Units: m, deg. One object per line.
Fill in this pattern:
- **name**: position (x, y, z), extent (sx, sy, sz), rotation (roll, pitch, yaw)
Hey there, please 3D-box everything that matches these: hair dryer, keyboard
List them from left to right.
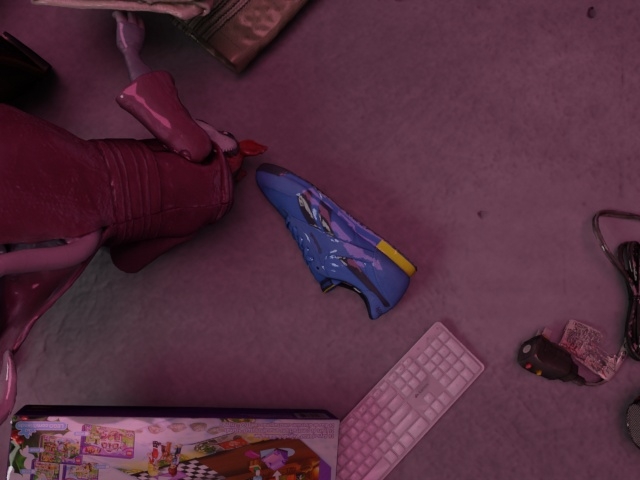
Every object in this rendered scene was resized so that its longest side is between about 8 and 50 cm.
- **keyboard**: position (0.062, 0.200, 0.643), extent (0.072, 0.014, 0.256), rotation (44, 84, 8)
- **hair dryer**: position (0.374, 0.113, 0.619), extent (0.293, 0.080, 0.223), rotation (35, 82, 7)

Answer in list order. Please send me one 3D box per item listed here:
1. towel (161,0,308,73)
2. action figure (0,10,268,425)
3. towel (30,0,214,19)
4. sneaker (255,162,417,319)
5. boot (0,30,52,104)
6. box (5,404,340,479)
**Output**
- **towel**: position (-0.108, -0.400, 0.746), extent (0.312, 0.056, 0.324), rotation (42, 81, 5)
- **action figure**: position (-0.189, -0.051, 0.552), extent (0.370, 0.248, 0.276), rotation (-17, 39, -36)
- **towel**: position (-0.190, -0.334, 0.640), extent (0.187, 0.049, 0.282), rotation (4, 57, -3)
- **sneaker**: position (0.000, 0.000, 0.654), extent (0.209, 0.069, 0.082), rotation (39, 86, 7)
- **boot**: position (-0.344, -0.159, 0.628), extent (0.082, 0.219, 0.106), rotation (38, 92, -16)
- **box**: position (-0.134, 0.259, 0.568), extent (0.293, 0.057, 0.201), rotation (5, 84, -13)
